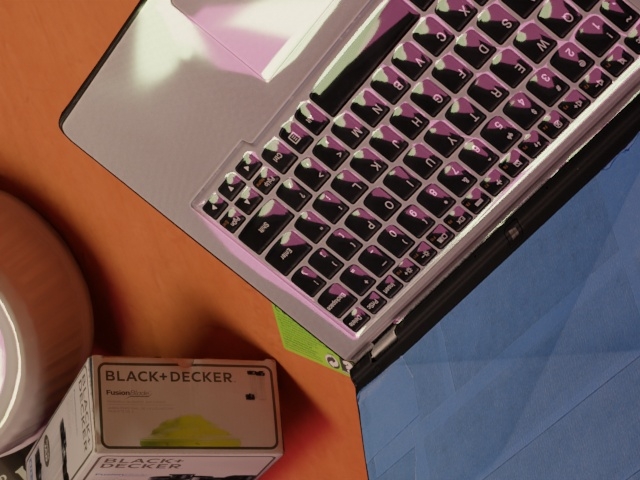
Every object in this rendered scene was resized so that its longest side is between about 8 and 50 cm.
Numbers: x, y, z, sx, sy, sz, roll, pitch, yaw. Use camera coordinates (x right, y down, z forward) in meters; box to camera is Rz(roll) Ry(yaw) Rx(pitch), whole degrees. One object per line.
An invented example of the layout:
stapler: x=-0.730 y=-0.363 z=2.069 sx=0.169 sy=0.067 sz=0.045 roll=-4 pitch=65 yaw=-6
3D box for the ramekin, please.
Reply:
ramekin: x=-0.350 y=0.086 z=1.657 sx=0.273 sy=0.127 sz=0.272 roll=2 pitch=103 yaw=9

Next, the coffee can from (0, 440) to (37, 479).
coffee can: x=-0.352 y=0.197 z=1.854 sx=0.275 sy=0.201 sz=0.201 roll=49 pitch=149 yaw=-3

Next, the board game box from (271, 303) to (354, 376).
board game box: x=0.000 y=0.000 z=1.359 sx=0.124 sy=0.039 sz=0.259 roll=21 pitch=143 yaw=36

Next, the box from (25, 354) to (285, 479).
box: x=-0.156 y=0.193 z=1.632 sx=0.290 sy=0.169 sz=0.087 roll=130 pitch=139 yaw=-58

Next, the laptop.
laptop: x=0.035 y=0.009 z=1.018 sx=0.408 sy=0.236 sz=0.382 roll=39 pitch=133 yaw=-4
